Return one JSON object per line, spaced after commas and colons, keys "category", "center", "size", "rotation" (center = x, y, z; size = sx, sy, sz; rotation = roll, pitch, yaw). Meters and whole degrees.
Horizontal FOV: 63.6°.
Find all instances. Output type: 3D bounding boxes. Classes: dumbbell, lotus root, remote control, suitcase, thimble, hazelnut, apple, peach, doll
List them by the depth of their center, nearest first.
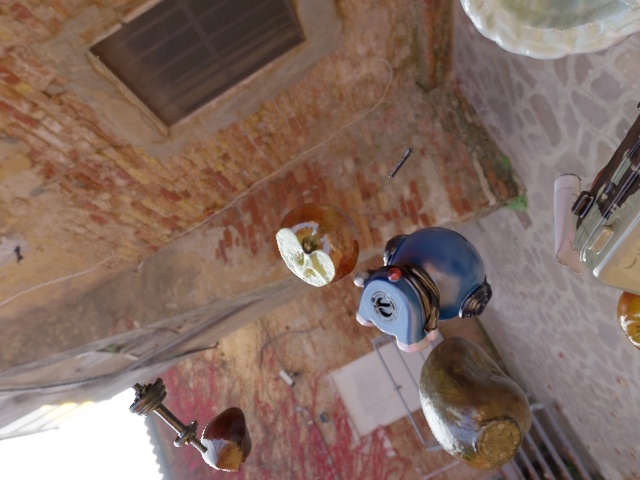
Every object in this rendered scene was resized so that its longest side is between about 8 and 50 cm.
{"category": "thimble", "center": [0.273, -0.318, 0.557], "size": [0.237, 0.237, 0.150], "rotation": [58, -140, -43]}
{"category": "suitcase", "center": [0.598, -0.056, 0.752], "size": [0.194, 0.338, 0.352], "rotation": [-78, 4, -53]}
{"category": "apple", "center": [0.000, 0.000, 1.127], "size": [0.195, 0.160, 0.173], "rotation": [28, 160, 23]}
{"category": "peach", "center": [0.775, 0.164, 1.155], "size": [0.190, 0.192, 0.190], "rotation": [42, 149, 33]}
{"category": "doll", "center": [0.253, 0.098, 1.242], "size": [0.284, 0.309, 0.240], "rotation": [40, 135, 31]}
{"category": "lotus root", "center": [0.367, 0.398, 1.250], "size": [0.251, 0.250, 0.346], "rotation": [61, -176, -9]}
{"category": "dumbbell", "center": [-0.386, 0.458, 1.328], "size": [0.254, 0.110, 0.110], "rotation": [46, -174, -6]}
{"category": "remote control", "center": [0.217, -0.205, 1.373], "size": [0.014, 0.096, 0.039], "rotation": [40, -154, 8]}
{"category": "hazelnut", "center": [-0.284, 0.626, 1.618], "size": [0.160, 0.202, 0.170], "rotation": [3, -138, -48]}

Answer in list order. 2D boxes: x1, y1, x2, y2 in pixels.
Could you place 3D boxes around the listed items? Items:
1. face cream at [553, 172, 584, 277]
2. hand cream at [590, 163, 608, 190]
{"category": "face cream", "center": [0.552, -0.040, 1.151], "size": [0.092, 0.058, 0.244], "rotation": [27, -123, -21]}
{"category": "hand cream", "center": [0.790, -0.111, 1.286], "size": [0.193, 0.193, 0.125], "rotation": [61, 177, -12]}
